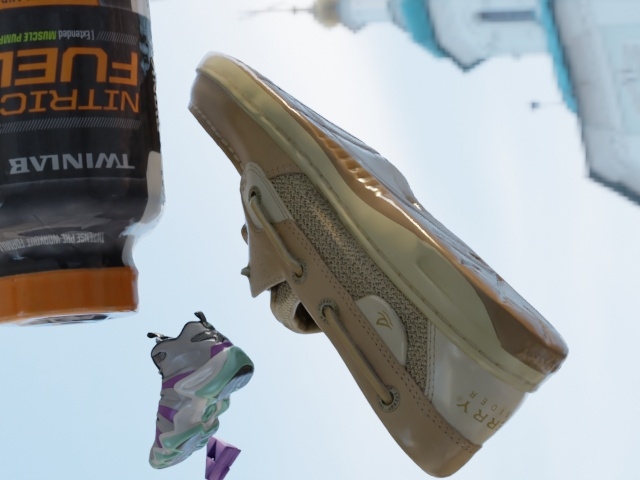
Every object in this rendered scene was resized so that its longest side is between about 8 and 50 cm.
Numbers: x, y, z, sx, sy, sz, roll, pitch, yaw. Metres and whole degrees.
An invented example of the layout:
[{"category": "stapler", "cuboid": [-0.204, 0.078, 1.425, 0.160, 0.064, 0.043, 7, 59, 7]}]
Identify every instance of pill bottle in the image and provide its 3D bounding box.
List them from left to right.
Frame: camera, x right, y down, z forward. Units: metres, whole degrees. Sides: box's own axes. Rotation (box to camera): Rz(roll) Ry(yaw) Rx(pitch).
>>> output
[{"category": "pill bottle", "cuboid": [-0.159, -0.073, 0.940, 0.130, 0.130, 0.245, 0, -98, -45]}]

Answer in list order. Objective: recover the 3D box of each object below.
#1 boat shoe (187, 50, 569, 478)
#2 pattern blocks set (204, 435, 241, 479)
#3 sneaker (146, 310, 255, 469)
[{"category": "boat shoe", "cuboid": [0.000, 0.000, 0.937, 0.122, 0.341, 0.110, 29, -77, -44]}, {"category": "pattern blocks set", "cuboid": [-0.143, 0.324, 1.414, 0.026, 0.285, 0.325, 17, -73, -28]}, {"category": "sneaker", "cuboid": [-0.086, 0.084, 0.948, 0.098, 0.069, 0.038, -52, -24, 23]}]
